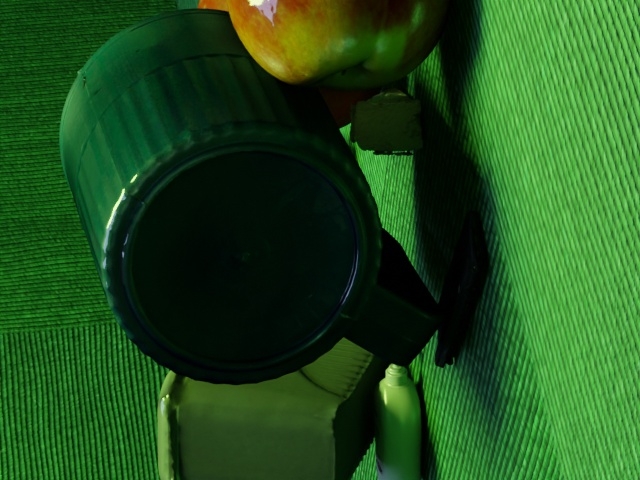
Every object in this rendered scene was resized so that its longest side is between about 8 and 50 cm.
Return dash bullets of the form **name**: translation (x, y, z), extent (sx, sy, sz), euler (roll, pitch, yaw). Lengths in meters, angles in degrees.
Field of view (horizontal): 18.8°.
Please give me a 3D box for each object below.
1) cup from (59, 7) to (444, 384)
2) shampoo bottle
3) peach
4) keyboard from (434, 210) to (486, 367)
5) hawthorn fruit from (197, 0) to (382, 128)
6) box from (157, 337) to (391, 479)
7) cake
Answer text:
- **cup**: translation (-0.073, -0.015, 1.628), extent (0.308, 0.242, 0.292), euler (62, 180, -24)
- **shampoo bottle**: translation (0.074, 0.165, 1.854), extent (0.077, 0.045, 0.152), euler (-104, 12, -61)
- **peach**: translation (0.015, -0.216, 1.544), extent (0.190, 0.190, 0.192), euler (115, 146, -74)
- **keyboard**: translation (0.114, 0.043, 1.603), extent (0.195, 0.018, 0.060), euler (102, 169, -63)
- **hawthorn fruit**: translation (-0.048, -0.192, 1.833), extent (0.196, 0.225, 0.197), euler (171, 90, -88)
- **box**: translation (-0.035, 0.155, 1.904), extent (0.274, 0.178, 0.138), euler (-53, -34, -61)
- **cake**: translation (0.071, -0.110, 1.764), extent (0.121, 0.065, 0.052), euler (-39, -54, -72)
